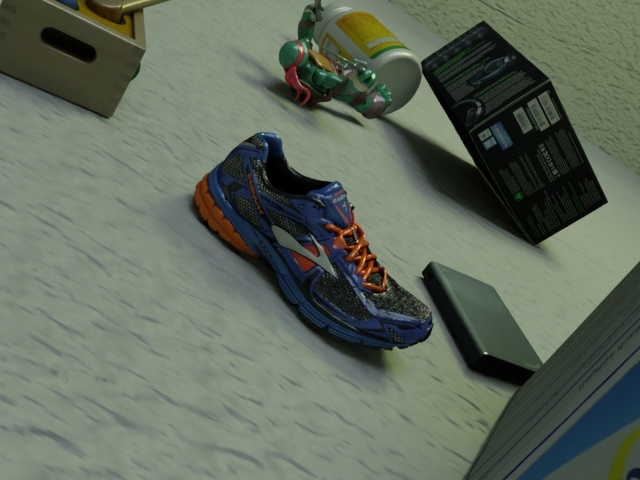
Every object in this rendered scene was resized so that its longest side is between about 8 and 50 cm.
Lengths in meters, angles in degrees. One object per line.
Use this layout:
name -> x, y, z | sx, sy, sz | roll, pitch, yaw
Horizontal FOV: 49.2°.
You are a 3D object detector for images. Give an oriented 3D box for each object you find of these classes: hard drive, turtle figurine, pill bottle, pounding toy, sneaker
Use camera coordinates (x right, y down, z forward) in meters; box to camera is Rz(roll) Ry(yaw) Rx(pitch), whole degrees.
hard drive -> 0.159, 0.082, 0.682 | 0.094, 0.022, 0.135 | 22, 27, -28
turtle figurine -> 0.008, -0.244, 0.967 | 0.234, 0.118, 0.175 | 16, 43, -63
pill bottle -> 0.068, -0.311, 1.168 | 0.117, 0.118, 0.208 | 11, 33, -44
pounding toy -> -0.199, -0.191, 0.611 | 0.141, 0.100, 0.130 | 22, 28, -29
sneaker -> 0.000, 0.000, 0.541 | 0.221, 0.087, 0.083 | 39, 25, 7

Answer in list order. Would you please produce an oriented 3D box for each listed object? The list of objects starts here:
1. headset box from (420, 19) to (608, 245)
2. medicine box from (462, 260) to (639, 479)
headset box -> 0.292, -0.179, 1.100 | 0.246, 0.131, 0.283 | 50, 14, -33
medicine box -> 0.233, 0.105, 0.438 | 0.149, 0.264, 0.289 | 41, 24, 14
